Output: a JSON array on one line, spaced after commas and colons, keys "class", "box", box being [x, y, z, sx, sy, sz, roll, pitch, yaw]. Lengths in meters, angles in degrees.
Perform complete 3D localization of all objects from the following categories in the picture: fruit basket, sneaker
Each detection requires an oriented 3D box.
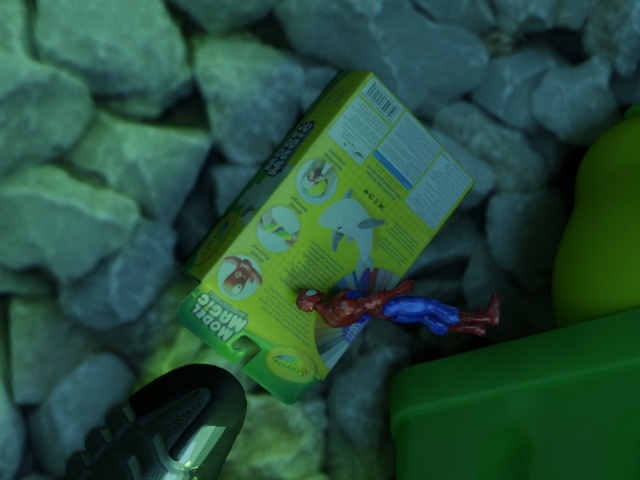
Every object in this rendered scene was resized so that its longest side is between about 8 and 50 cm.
[{"class": "fruit basket", "box": [0.235, 0.101, 0.596, 0.392, 0.392, 0.283, -42, 113, -12]}, {"class": "sneaker", "box": [-0.095, 0.183, 0.570, 0.228, 0.086, 0.132, -48, 120, 2]}]

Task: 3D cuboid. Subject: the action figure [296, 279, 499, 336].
[{"class": "action figure", "box": [0.043, 0.038, 0.574, 0.115, 0.038, 0.030, 2, 73, -13]}]

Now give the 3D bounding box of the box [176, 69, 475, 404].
[{"class": "box", "box": [0.000, 0.000, 0.593, 0.105, 0.043, 0.179, 43, 79, -26]}]
